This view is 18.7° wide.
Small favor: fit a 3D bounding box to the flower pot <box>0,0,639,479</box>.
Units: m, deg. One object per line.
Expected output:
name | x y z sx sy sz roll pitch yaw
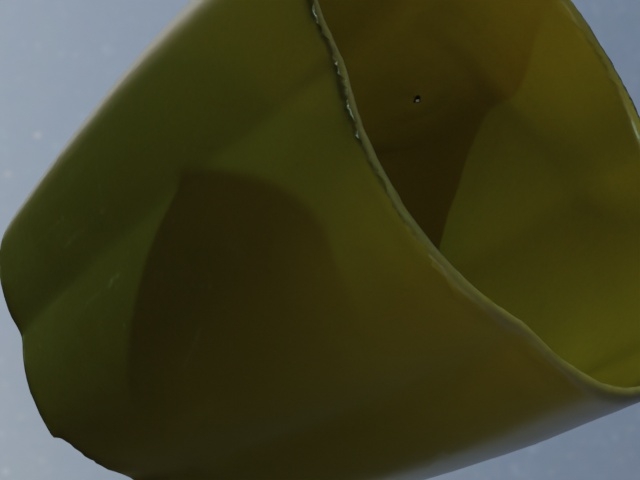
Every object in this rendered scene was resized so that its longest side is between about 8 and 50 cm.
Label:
flower pot | 0.000 0.000 0.649 0.179 0.195 0.195 -33 -99 32
